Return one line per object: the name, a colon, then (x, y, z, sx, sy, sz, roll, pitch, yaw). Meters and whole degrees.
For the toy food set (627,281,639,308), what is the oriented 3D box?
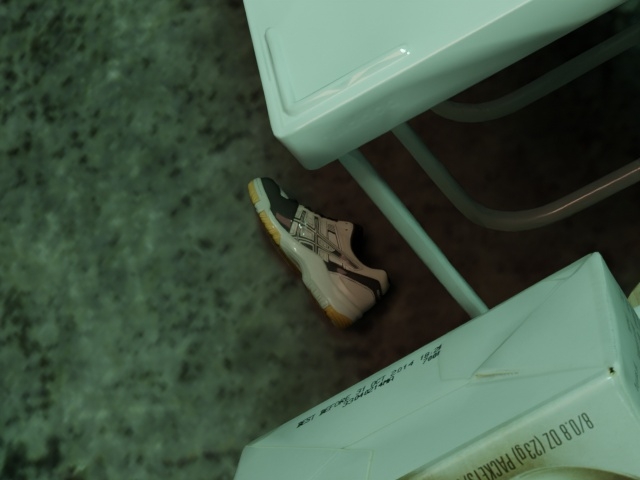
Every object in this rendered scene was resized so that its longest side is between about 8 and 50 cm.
toy food set: (0.067, 0.104, 0.595, 0.217, 0.071, 0.128, -27, 90, 18)

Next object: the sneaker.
sneaker: (0.000, 0.000, 0.672, 0.037, 0.032, 0.083, -36, 69, -4)

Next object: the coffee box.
coffee box: (0.092, 0.150, 0.475, 0.141, 0.098, 0.246, -31, 103, 15)

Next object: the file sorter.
file sorter: (0.086, -0.125, 0.536, 0.192, 0.173, 0.278, -28, 45, 15)
